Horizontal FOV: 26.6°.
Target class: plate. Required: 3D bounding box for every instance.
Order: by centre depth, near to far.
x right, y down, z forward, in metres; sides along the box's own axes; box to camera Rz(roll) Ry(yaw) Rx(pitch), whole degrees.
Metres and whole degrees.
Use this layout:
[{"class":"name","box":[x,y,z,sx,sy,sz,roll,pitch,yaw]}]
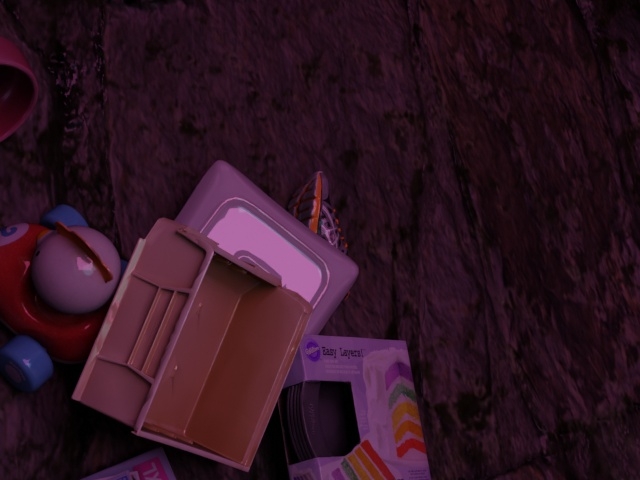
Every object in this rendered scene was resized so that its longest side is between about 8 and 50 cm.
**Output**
[{"class":"plate","box":[-0.110,0.066,1.950,0.278,0.045,0.277,38,71,-12]}]

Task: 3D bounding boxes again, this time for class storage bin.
[{"class":"storage bin","box":[-0.155,0.138,1.763,0.262,0.123,0.260,33,77,-56]}]

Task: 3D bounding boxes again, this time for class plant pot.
[{"class":"plant pot","box":[-0.502,-0.236,1.811,0.201,0.201,0.180,-14,61,-35]}]

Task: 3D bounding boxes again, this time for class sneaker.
[{"class":"sneaker","box":[0.000,0.000,2.077,0.083,0.084,0.215,7,76,-28]}]

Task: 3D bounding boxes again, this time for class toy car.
[{"class":"toy car","box":[-0.335,0.035,1.740,0.210,0.238,0.219,45,53,5]}]

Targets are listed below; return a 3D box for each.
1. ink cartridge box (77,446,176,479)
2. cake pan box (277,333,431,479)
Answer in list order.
[{"class":"ink cartridge box","box":[-0.303,0.403,1.723,0.311,0.065,0.185,-19,80,-34]},{"class":"cake pan box","box":[0.043,0.260,1.942,0.267,0.070,0.245,10,63,-48]}]
